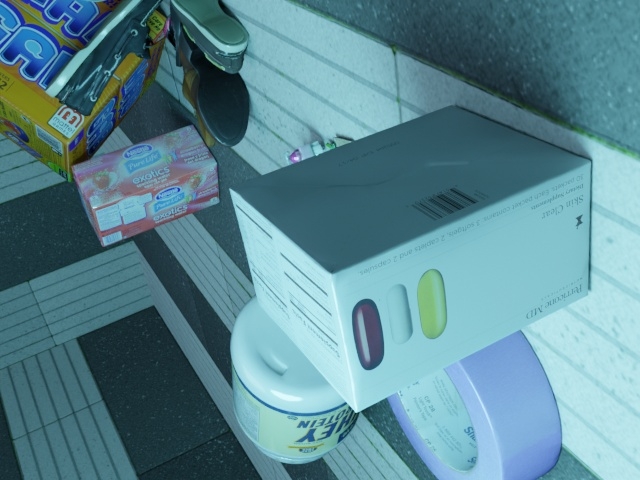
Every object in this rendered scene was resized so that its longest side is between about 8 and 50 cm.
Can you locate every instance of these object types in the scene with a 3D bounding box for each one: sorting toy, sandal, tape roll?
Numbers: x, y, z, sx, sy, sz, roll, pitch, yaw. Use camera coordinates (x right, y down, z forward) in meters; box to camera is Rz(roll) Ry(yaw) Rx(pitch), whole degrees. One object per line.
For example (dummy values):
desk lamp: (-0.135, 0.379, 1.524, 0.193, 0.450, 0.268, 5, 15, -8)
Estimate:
sorting toy: (0.031, -0.118, 1.114, 0.083, 0.012, 0.062, 28, 137, 61)
sandal: (-0.287, -0.429, 1.527, 0.067, 0.040, 0.179, -77, -9, -49)
tape roll: (0.171, 0.186, 0.970, 0.275, 0.090, 0.275, 52, 155, 37)

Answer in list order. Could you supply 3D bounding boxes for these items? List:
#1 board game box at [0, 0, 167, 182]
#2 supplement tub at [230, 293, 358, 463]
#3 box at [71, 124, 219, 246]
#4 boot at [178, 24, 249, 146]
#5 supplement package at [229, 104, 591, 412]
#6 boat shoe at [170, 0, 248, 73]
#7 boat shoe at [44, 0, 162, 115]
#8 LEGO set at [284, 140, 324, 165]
board game box: (-0.605, -0.408, 1.757, 0.356, 0.356, 0.356, 36, 163, -9)
supplement tub: (-0.036, 0.240, 1.354, 0.235, 0.235, 0.325, 56, 158, 28)
box: (-0.399, -0.130, 1.798, 0.142, 0.300, 0.154, 56, 158, 28)
boot: (-0.221, -0.250, 1.509, 0.264, 0.096, 0.280, 62, 161, 13)
supplement package: (0.084, 0.001, 0.731, 0.204, 0.262, 0.145, 40, 147, 52)
boat shoe: (-0.200, -0.375, 1.335, 0.227, 0.081, 0.068, 53, 152, 28)
boat shoe: (-0.393, -0.387, 1.548, 0.113, 0.340, 0.127, 43, 174, -25)
LEGO set: (0.000, 0.000, 1.185, 0.287, 0.107, 0.132, 65, 161, 7)
